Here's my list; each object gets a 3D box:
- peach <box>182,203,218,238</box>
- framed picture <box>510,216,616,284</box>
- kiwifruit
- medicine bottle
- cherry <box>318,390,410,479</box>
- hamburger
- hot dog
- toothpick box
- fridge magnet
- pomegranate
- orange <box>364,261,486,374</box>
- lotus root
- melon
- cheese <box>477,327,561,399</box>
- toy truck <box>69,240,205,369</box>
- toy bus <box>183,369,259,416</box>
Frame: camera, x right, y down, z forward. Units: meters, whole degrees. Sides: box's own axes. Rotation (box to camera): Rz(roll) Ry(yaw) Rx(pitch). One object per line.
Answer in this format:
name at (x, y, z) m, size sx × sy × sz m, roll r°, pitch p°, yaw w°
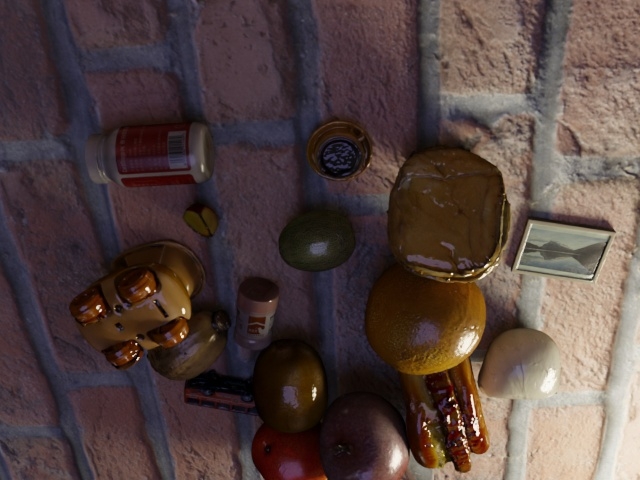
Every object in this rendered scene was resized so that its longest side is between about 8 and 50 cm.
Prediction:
peach at (-0.267, -0.050, 1.693) m, size 0.083 × 0.050 × 0.077 m, roll 37°, pitch 140°, yaw -7°
framed picture at (0.555, 0.025, 1.708) m, size 0.203 × 0.015 × 0.150 m, roll 9°, pitch 122°, yaw -2°
kiwifruit at (-0.075, 0.355, 1.843) m, size 0.196 × 0.196 × 0.234 m, roll -8°, pitch 103°, yaw 8°
medicine bottle at (-0.358, -0.180, 1.575) m, size 0.250 × 0.131 × 0.131 m, roll -2°, pitch 121°, yaw 6°
cherry at (0.115, 0.508, 1.857) m, size 0.221 × 0.307 × 0.261 m, roll -5°, pitch 80°, yaw 21°
hamburger at (0.268, -0.055, 1.552) m, size 0.259 × 0.144 × 0.283 m, roll 14°, pitch 85°, yaw 4°
hot dog at (0.306, 0.425, 1.847) m, size 0.185 × 0.223 × 0.405 m, roll -11°, pitch 119°, yaw 13°
toothpick box at (-0.156, 0.178, 1.797) m, size 0.098 × 0.098 × 0.149 m, roll 9°, pitch 122°, yaw -2°
fridge magnet at (0.041, -0.187, 1.584) m, size 0.143 × 0.063 × 0.143 m, roll 0°, pitch 121°, yaw 0°
pomegranate at (-0.060, 0.564, 1.968) m, size 0.221 × 0.221 × 0.256 m, roll -23°, pitch 141°, yaw 17°
orange at (0.231, 0.169, 1.671) m, size 0.274 × 0.274 × 0.274 m, roll 2°, pitch 121°, yaw 3°
lotus root at (-0.333, 0.259, 1.834) m, size 0.257 × 0.140 × 0.154 m, roll -36°, pitch 120°, yaw 19°
melon at (0.000, 0.000, 1.658) m, size 0.192 × 0.139 × 0.139 m, roll -12°, pitch 120°, yaw 7°
cheese at (0.487, 0.303, 1.802) m, size 0.198 × 0.154 × 0.189 m, roll 1°, pitch 116°, yaw 4°
toy truck at (-0.419, 0.144, 1.730) m, size 0.288 × 0.211 × 0.204 m, roll -24°, pitch 116°, yaw 13°
toy bus at (-0.241, 0.405, 1.961) m, size 0.235 × 0.073 × 0.096 m, roll 11°, pitch 130°, yaw -3°
